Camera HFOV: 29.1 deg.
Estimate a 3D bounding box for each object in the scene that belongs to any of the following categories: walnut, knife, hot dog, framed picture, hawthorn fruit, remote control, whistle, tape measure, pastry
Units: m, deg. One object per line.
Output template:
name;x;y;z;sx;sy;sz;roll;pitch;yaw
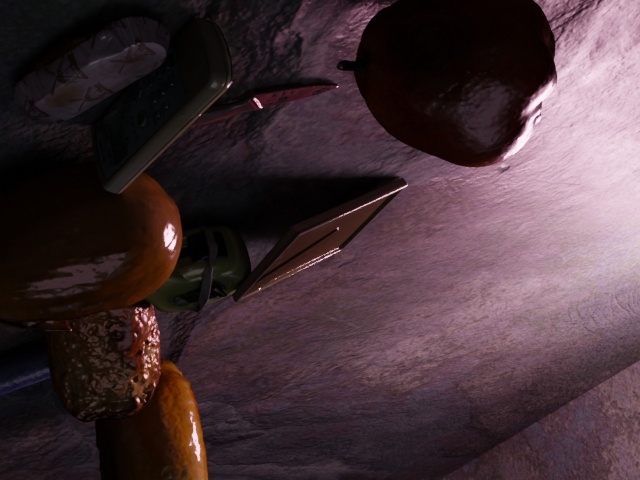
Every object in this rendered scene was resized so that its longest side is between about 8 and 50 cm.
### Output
walnut;-0.320;0.004;1.524;0.298;0.203;0.203;-11;154;-13
knife;-0.091;-0.173;1.536;0.247;0.018;0.035;-15;152;-17
hot dog;-0.332;0.150;1.884;0.175;0.114;0.259;-4;124;-10
framed picture;-0.001;-0.001;1.843;0.265;0.018;0.192;-25;164;-47
hawthorn fruit;0.144;-0.201;1.441;0.261;0.224;0.224;8;149;-11
remote control;-0.185;-0.152;1.403;0.038;0.098;0.233;12;141;-41
whistle;-0.467;0.202;1.973;0.304;0.062;0.062;-19;156;-2
hot dog;-0.252;-0.186;1.339;0.192;0.053;0.099;-28;154;23
tape measure;-0.189;0.047;1.804;0.175;0.106;0.200;-18;158;3
pastry;-0.300;0.373;2.155;0.164;0.356;0.356;-3;151;-20
